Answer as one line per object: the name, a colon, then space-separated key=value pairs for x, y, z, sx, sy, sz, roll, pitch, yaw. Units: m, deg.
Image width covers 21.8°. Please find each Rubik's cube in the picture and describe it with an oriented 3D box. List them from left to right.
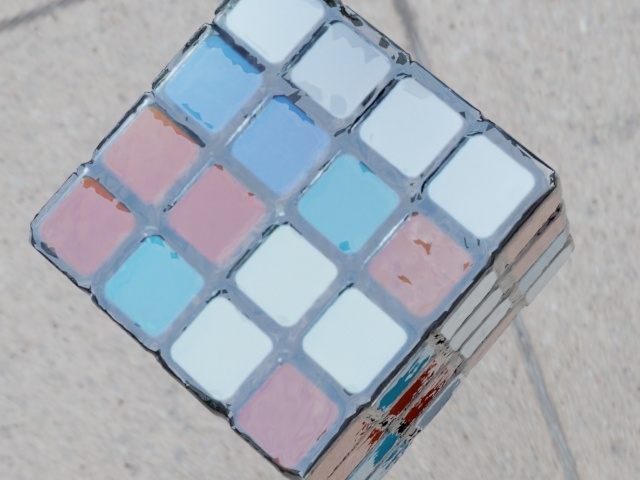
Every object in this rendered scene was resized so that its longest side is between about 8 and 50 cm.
Rubik's cube: x=0.000 y=0.000 z=0.704 sx=0.154 sy=0.151 sz=0.155 roll=41 pitch=90 yaw=16
